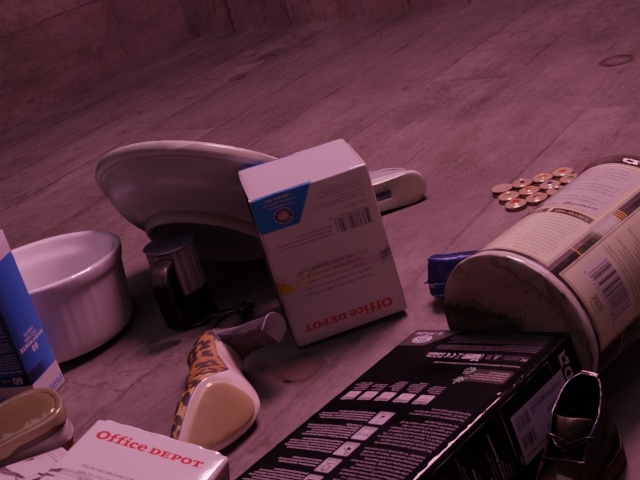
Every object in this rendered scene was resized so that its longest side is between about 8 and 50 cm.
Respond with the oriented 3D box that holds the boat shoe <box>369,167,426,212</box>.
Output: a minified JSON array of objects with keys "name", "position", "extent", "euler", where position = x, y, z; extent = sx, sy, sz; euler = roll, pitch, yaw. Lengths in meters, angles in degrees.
[{"name":"boat shoe","position":[0.075,-0.081,1.837],"extent":[0.228,0.079,0.081],"euler":[-13,14,-9]}]

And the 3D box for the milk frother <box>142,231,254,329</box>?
[{"name":"milk frother","position":[-0.188,0.063,1.582],"extent":[0.143,0.134,0.129],"euler":[-16,23,-2]}]

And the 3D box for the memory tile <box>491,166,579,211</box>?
[{"name":"memory tile","position":[0.373,-0.089,1.729],"extent":[0.148,0.012,0.113],"euler":[-16,22,-1]}]

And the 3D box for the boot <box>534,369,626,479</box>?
[{"name":"boot","position":[0.226,0.220,0.977],"extent":[0.082,0.106,0.219],"euler":[1,28,36]}]

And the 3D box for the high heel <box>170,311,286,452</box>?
[{"name":"high heel","position":[-0.160,0.210,1.333],"extent":[0.186,0.093,0.261],"euler":[-25,23,45]}]

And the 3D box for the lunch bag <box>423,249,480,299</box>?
[{"name":"lunch bag","position":[0.195,0.051,1.446],"extent":[0.099,0.065,0.067],"euler":[-6,4,16]}]

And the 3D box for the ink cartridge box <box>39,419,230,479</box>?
[{"name":"ink cartridge box","position":[-0.219,0.306,1.036],"extent":[0.172,0.100,0.237],"euler":[11,31,21]}]

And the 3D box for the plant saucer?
[{"name":"plant saucer","position":[-0.176,-0.042,1.676],"extent":[0.401,0.400,0.100],"euler":[-3,69,29]}]

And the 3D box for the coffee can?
[{"name":"coffee can","position":[0.309,0.043,1.213],"extent":[0.275,0.201,0.202],"euler":[-32,28,-35]}]

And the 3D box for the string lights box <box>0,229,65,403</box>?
[{"name":"string lights box","position":[-0.486,0.122,1.474],"extent":[0.133,0.259,0.076],"euler":[-6,25,20]}]

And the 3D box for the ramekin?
[{"name":"ramekin","position":[-0.440,0.098,1.649],"extent":[0.277,0.135,0.277],"euler":[-13,18,4]}]

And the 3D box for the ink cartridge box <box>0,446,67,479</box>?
[{"name":"ink cartridge box","position":[-0.345,0.299,1.188],"extent":[0.135,0.056,0.099],"euler":[-14,12,-32]}]

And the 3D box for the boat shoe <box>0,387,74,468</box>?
[{"name":"boat shoe","position":[-0.448,0.295,1.252],"extent":[0.302,0.103,0.113],"euler":[-22,36,-16]}]

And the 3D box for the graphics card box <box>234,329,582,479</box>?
[{"name":"graphics card box","position":[0.084,0.219,1.053],"extent":[0.233,0.094,0.371],"euler":[-6,23,49]}]

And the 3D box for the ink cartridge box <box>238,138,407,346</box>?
[{"name":"ink cartridge box","position":[0.000,0.000,1.478],"extent":[0.171,0.232,0.168],"euler":[-18,20,-5]}]
